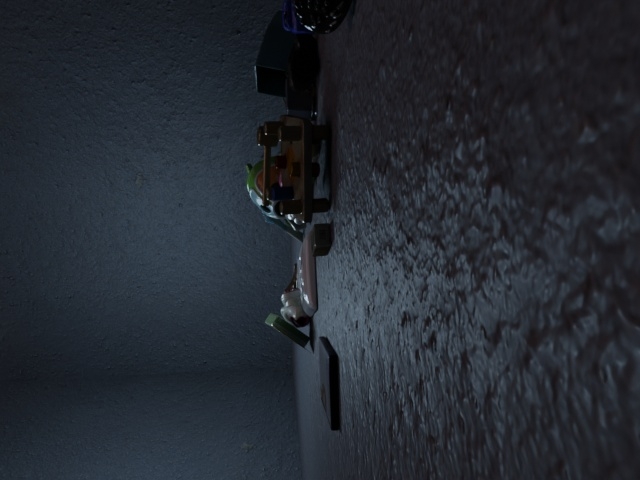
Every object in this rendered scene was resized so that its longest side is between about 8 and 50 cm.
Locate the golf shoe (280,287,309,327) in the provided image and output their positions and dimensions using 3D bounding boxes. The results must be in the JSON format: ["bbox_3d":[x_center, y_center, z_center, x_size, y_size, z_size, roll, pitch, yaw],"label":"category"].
[{"bbox_3d":[-0.099,0.312,2.037,0.306,0.115,0.140,85,166,-62],"label":"golf shoe"}]

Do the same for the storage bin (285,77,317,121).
[{"bbox_3d":[-0.060,-0.437,1.504,0.098,0.091,0.135,112,155,-76],"label":"storage bin"}]

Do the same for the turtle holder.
[{"bbox_3d":[-0.185,-0.192,2.109,0.320,0.244,0.227,106,146,-45],"label":"turtle holder"}]

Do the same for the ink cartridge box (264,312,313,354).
[{"bbox_3d":[-0.117,0.368,1.971,0.056,0.171,0.235,-57,17,-14],"label":"ink cartridge box"}]

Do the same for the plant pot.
[{"bbox_3d":[-0.110,-0.612,1.612,0.165,0.166,0.234,111,167,-75],"label":"plant pot"}]

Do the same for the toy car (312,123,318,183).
[{"bbox_3d":[-0.040,-0.254,1.555,0.239,0.053,0.224,-99,9,-54],"label":"toy car"}]

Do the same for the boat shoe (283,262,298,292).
[{"bbox_3d":[-0.123,0.233,2.301,0.095,0.095,0.257,-161,69,-84],"label":"boat shoe"}]

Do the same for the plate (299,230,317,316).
[{"bbox_3d":[-0.049,0.130,1.797,0.277,0.045,0.277,112,155,-74],"label":"plate"}]

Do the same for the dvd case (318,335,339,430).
[{"bbox_3d":[0.019,0.364,1.294,0.253,0.022,0.180,175,93,-84],"label":"dvd case"}]

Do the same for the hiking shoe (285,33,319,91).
[{"bbox_3d":[-0.056,-0.490,1.423,0.114,0.086,0.226,120,161,-53],"label":"hiking shoe"}]

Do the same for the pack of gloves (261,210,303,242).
[{"bbox_3d":[-0.182,-0.092,2.251,0.046,0.232,0.195,-45,25,22],"label":"pack of gloves"}]

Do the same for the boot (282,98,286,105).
[{"bbox_3d":[-0.116,-0.601,2.051,0.236,0.085,0.178,97,167,-55],"label":"boot"}]

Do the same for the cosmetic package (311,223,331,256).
[{"bbox_3d":[0.000,0.000,1.281,0.115,0.041,0.060,110,157,-75],"label":"cosmetic package"}]

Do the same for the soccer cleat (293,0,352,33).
[{"bbox_3d":[0.018,-0.485,0.772,0.318,0.109,0.116,93,-167,-53],"label":"soccer cleat"}]

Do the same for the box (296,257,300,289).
[{"bbox_3d":[-0.078,0.148,2.116,0.186,0.038,0.145,168,100,-83],"label":"box"}]

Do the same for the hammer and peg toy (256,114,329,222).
[{"bbox_3d":[-0.080,-0.204,1.343,0.361,0.128,0.265,-138,45,-67],"label":"hammer and peg toy"}]

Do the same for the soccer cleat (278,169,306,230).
[{"bbox_3d":[-0.076,-0.145,1.758,0.331,0.116,0.143,92,161,-68],"label":"soccer cleat"}]

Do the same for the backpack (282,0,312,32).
[{"bbox_3d":[-0.054,-0.634,1.354,0.098,0.101,0.120,-123,34,-66],"label":"backpack"}]
